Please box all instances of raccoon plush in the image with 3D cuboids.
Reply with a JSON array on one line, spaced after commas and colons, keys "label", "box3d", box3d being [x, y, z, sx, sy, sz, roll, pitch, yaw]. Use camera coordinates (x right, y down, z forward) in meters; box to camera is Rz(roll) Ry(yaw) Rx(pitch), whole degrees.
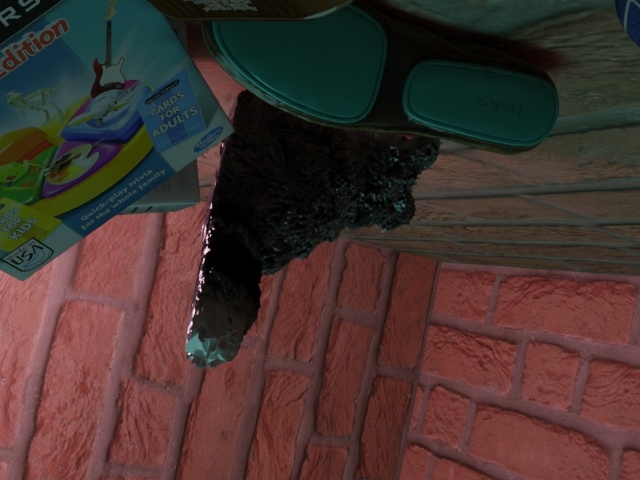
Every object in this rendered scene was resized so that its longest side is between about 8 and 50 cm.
[{"label": "raccoon plush", "box3d": [0.000, 0.000, 1.043, 0.299, 0.446, 0.216, 14, 149, -11]}]

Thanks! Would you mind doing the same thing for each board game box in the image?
[{"label": "board game box", "box3d": [-0.233, -0.114, 0.634, 0.079, 0.254, 0.336, 53, 177, 22]}]

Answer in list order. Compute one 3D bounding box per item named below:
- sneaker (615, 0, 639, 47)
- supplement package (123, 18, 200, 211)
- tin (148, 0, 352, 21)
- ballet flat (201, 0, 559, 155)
[{"label": "sneaker", "box3d": [0.221, -0.105, 0.361, 0.127, 0.182, 0.315, 14, 175, -4]}, {"label": "supplement package", "box3d": [-0.287, -0.126, 0.906, 0.263, 0.199, 0.198, -5, 180, -17]}, {"label": "tin", "box3d": [-0.044, -0.190, 0.492, 0.190, 0.106, 0.040, 8, 167, 30]}, {"label": "ballet flat", "box3d": [0.054, -0.160, 0.746, 0.342, 0.116, 0.124, 9, -164, -16]}]
